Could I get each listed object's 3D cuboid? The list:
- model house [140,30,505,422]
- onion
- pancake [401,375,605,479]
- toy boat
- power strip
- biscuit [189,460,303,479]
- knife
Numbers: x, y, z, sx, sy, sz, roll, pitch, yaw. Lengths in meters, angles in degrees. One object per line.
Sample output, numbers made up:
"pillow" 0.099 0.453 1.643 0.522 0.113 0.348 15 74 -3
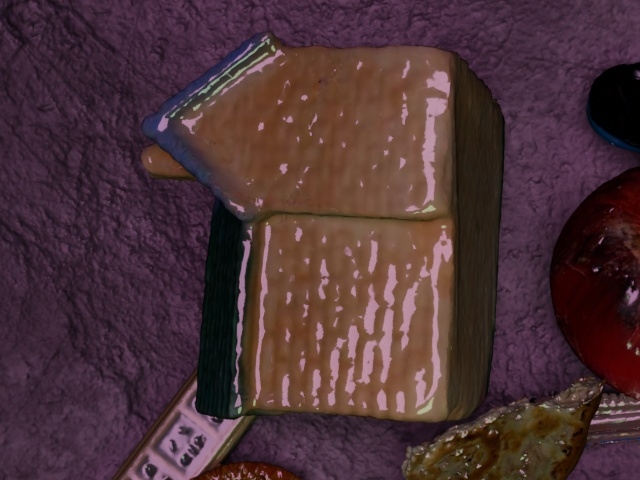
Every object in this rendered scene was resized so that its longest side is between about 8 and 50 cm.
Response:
"model house" 0.000 0.000 1.643 0.342 0.334 0.382 1 85 15
"onion" 0.378 0.051 1.634 0.276 0.276 0.276 0 85 5
"pancake" 0.167 0.265 1.658 0.197 0.054 0.376 26 114 -31
"toy boat" 0.444 -0.114 1.719 0.298 0.092 0.134 11 52 13
"power strip" -0.177 0.267 1.751 0.092 0.066 0.388 36 89 9
"biscuit" -0.079 0.309 1.724 0.206 0.025 0.126 6 94 -12
"knife" 0.361 0.202 1.726 0.365 0.043 0.089 -6 118 2
